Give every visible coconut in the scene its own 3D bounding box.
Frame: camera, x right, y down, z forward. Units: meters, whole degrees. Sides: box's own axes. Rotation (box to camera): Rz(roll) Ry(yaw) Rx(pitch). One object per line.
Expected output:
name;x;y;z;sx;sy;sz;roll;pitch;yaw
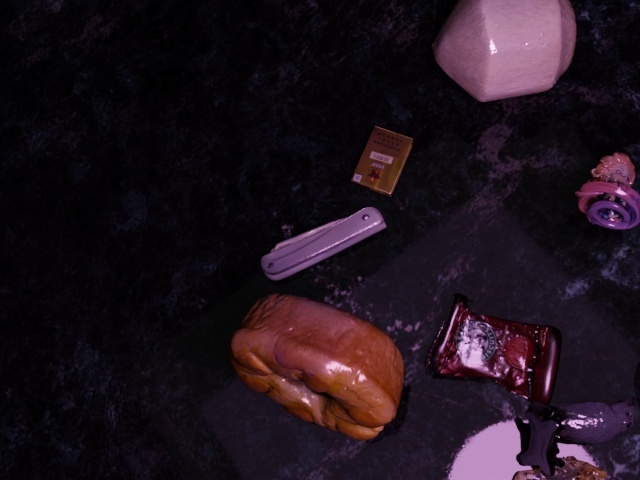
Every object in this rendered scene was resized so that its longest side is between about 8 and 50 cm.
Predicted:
coconut;0.354;-0.400;1.397;0.265;0.237;0.237;-12;71;0

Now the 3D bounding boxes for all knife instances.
knife;0.002;0.002;1.427;0.265;0.040;0.073;-24;59;1

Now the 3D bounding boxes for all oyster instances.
oyster;0.418;0.421;1.216;0.148;0.051;0.103;-28;71;-1

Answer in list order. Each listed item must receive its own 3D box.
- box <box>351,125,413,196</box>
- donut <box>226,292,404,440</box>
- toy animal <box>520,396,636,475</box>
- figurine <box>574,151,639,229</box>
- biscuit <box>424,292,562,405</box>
box;0.130;-0.166;1.469;0.090;0.023;0.133;19;76;16
donut;-0.005;0.219;1.234;0.317;0.299;0.150;33;65;-7
toy animal;0.448;0.321;1.238;0.210;0.117;0.121;-10;108;-20
figurine;0.547;-0.095;1.343;0.126;0.114;0.157;26;44;-15
biscuit;0.320;0.197;1.293;0.235;0.063;0.151;18;79;-2
